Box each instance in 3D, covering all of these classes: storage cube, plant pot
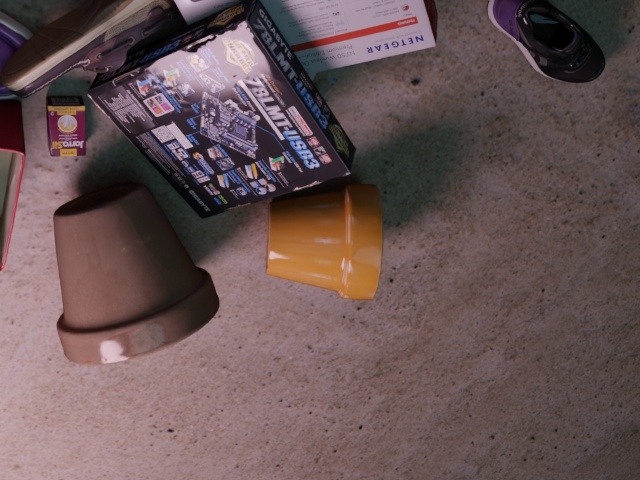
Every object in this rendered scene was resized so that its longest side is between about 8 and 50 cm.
[{"bbox_3d":[-0.523,-0.093,1.085,0.183,0.193,0.215,8,118,-27],"label":"storage cube"},{"bbox_3d":[0.000,0.000,1.375,0.188,0.205,0.205,2,121,-6],"label":"plant pot"},{"bbox_3d":[-0.316,0.039,1.242,0.263,0.263,0.229,-19,109,-11],"label":"plant pot"}]

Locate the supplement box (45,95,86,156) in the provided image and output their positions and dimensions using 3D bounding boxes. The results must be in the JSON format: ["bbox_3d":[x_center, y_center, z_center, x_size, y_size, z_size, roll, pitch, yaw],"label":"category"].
[{"bbox_3d":[-0.385,-0.173,1.184,0.055,0.043,0.083,-6,123,-21],"label":"supplement box"}]

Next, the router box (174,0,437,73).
[{"bbox_3d":[-0.039,-0.369,1.060,0.335,0.082,0.301,-8,139,19],"label":"router box"}]

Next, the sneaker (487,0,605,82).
[{"bbox_3d":[0.416,-0.338,1.364,0.283,0.124,0.107,22,111,-32],"label":"sneaker"}]

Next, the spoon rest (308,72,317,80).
[{"bbox_3d":[0.022,-0.328,1.248,0.137,0.084,0.276,25,95,-34],"label":"spoon rest"}]

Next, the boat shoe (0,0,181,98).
[{"bbox_3d":[-0.309,-0.279,1.092,0.285,0.103,0.092,-44,135,-17],"label":"boat shoe"}]

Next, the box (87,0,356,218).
[{"bbox_3d":[-0.143,-0.181,1.178,0.293,0.073,0.295,-17,132,27],"label":"box"}]

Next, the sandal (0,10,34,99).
[{"bbox_3d":[-0.566,-0.282,1.000,0.416,0.102,0.169,9,117,-29],"label":"sandal"}]
